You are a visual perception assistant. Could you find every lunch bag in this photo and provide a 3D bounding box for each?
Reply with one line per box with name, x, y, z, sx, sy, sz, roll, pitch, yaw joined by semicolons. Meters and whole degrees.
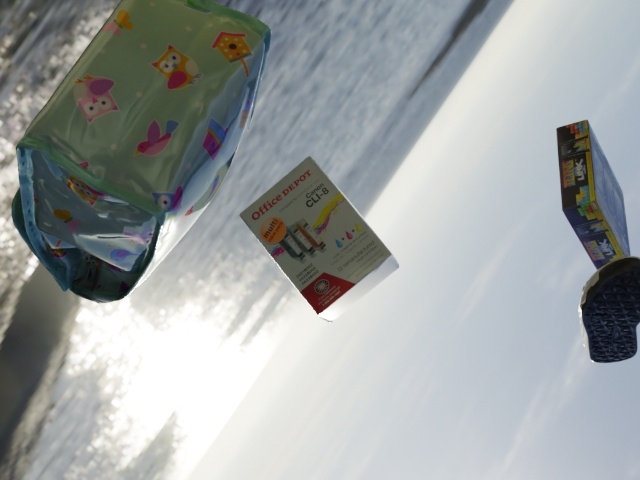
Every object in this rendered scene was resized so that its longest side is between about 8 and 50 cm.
lunch bag;-0.164;-0.076;0.967;0.223;0.160;0.262;-62;-179;-27

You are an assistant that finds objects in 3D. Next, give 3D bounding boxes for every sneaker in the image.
sneaker;0.344;0.065;1.284;0.235;0.084;0.097;79;8;-59

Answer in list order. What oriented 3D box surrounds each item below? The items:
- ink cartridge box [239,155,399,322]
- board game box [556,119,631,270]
ink cartridge box;0.000;0.000;1.429;0.128;0.176;0.127;-40;167;2
board game box;0.368;-0.055;1.434;0.048;0.170;0.141;-14;-130;26
